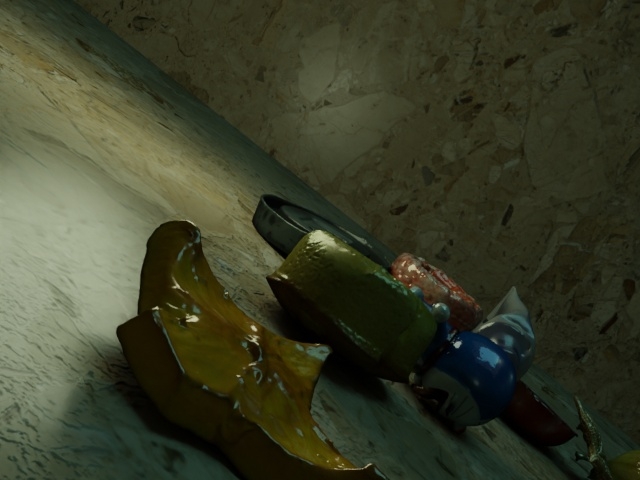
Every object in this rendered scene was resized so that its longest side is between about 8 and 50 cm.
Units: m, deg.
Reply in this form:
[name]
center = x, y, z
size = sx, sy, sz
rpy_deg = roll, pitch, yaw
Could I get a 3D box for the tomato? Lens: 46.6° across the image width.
[tomato]
center = 0.469, 0.383, 1.673
size = 0.225, 0.085, 0.225
rpy_deg = 40, 4, -3

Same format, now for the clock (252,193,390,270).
[clock]
center = 0.000, 0.000, 1.643
size = 0.325, 0.067, 0.325
rpy_deg = 28, 10, -5

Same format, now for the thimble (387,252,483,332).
[thimble]
center = 0.229, 0.147, 1.682
size = 0.239, 0.162, 0.239
rpy_deg = 35, 10, -7

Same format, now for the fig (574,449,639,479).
[fig]
center = 0.713, 0.545, 1.714
size = 0.230, 0.160, 0.143
rpy_deg = 18, 12, 9

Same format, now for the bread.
[bread]
center = 0.049, 0.105, 1.131
size = 0.270, 0.148, 0.270
rpy_deg = 38, -3, 2

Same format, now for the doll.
[doll]
center = 0.207, 0.201, 1.256
size = 0.257, 0.161, 0.215
rpy_deg = 39, -28, 14

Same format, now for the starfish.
[starfish]
center = 0.582, 0.454, 1.593
size = 0.277, 0.062, 0.236
rpy_deg = 45, 29, -58

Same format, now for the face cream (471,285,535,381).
[face cream]
center = 0.388, 0.225, 1.706
size = 0.137, 0.235, 0.420
rpy_deg = 39, 10, 1

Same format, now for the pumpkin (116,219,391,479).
[pumpkin]
center = -0.068, 0.122, 0.692
size = 0.258, 0.095, 0.290
rpy_deg = 40, 10, -20
